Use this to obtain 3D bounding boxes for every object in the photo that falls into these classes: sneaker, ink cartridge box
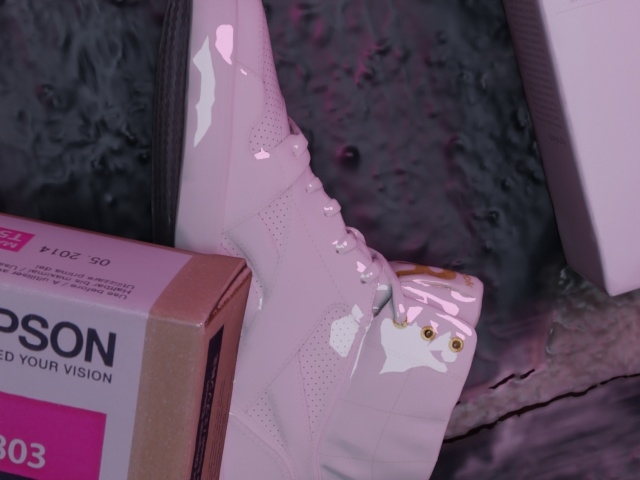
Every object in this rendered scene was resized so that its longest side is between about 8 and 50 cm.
[{"bbox_3d":[0.000,0.000,0.986,0.169,0.108,0.293,-3,109,-10],"label":"sneaker"},{"bbox_3d":[-0.166,0.088,0.925,0.234,0.088,0.193,11,111,10],"label":"ink cartridge box"}]

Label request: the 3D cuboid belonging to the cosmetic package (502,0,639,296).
[{"bbox_3d":[0.167,-0.100,1.003,0.117,0.085,0.231,-15,103,-6],"label":"cosmetic package"}]
